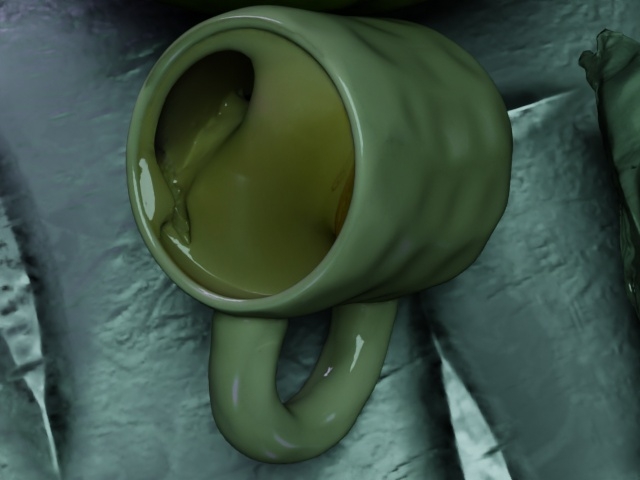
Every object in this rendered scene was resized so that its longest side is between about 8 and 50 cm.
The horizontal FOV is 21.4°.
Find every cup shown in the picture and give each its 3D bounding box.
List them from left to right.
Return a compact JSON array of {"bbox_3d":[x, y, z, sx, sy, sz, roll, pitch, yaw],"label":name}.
[{"bbox_3d":[0.016,-0.007,0.987,0.173,0.202,0.255,-15,85,30],"label":"cup"}]

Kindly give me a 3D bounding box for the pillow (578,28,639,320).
[{"bbox_3d":[0.316,-0.005,1.035,0.283,0.138,0.309,-7,74,-12],"label":"pillow"}]

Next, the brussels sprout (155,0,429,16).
[{"bbox_3d":[-0.030,-0.313,1.020,0.425,0.342,0.361,21,65,18],"label":"brussels sprout"}]
